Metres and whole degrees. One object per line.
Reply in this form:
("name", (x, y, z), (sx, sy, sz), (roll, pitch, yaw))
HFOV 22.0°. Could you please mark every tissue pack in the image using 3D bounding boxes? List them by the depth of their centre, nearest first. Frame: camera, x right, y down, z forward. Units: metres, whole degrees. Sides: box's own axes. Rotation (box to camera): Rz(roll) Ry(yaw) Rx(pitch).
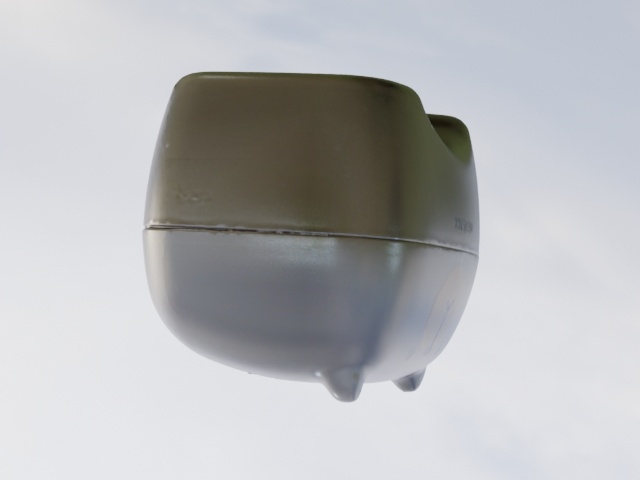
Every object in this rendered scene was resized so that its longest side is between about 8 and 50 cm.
("tissue pack", (0.000, 0.000, 1.516), (0.267, 0.276, 0.387), (6, 178, 15))
